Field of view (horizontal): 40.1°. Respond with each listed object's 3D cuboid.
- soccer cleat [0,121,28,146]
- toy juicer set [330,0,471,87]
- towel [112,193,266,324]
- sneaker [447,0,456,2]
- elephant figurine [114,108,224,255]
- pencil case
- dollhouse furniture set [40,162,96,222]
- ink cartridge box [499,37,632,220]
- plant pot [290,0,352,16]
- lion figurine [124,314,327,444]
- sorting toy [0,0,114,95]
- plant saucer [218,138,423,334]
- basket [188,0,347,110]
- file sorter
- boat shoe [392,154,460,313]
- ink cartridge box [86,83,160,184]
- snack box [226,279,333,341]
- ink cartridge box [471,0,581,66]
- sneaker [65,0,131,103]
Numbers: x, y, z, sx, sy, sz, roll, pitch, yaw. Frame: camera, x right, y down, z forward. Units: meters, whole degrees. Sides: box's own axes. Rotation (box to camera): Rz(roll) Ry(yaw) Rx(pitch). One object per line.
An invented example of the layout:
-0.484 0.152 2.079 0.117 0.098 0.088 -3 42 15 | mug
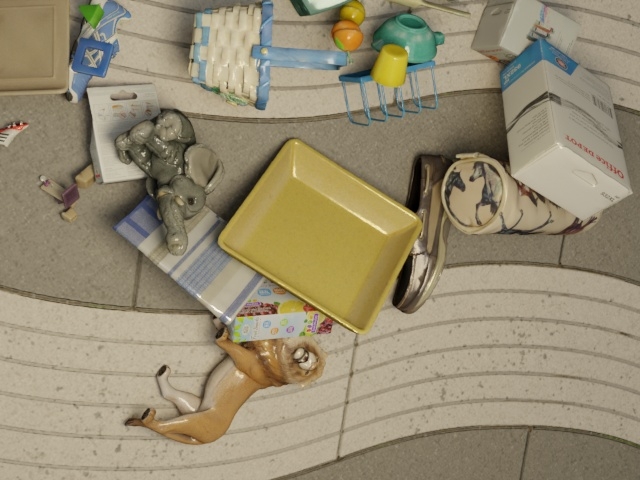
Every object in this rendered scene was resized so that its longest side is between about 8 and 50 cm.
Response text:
-0.578 -0.194 1.625 0.083 0.029 0.036 -24 114 -12 | soccer cleat
0.143 -0.422 1.784 0.329 0.209 0.090 -43 156 -43 | toy juicer set
-0.234 0.017 1.681 0.285 0.034 0.209 40 39 -4 | towel
0.288 -0.653 1.855 0.129 0.111 0.297 11 90 -6 | sneaker
-0.266 -0.113 1.629 0.186 0.169 0.240 -33 98 -17 | elephant figurine
0.438 -0.102 1.880 0.410 0.159 0.184 -1 80 -42 | pencil case
-0.476 -0.112 1.686 0.081 0.091 0.114 31 57 17 | dollhouse furniture set
0.498 -0.227 1.801 0.223 0.129 0.308 27 47 -27 | ink cartridge box
0.038 -0.550 1.736 0.234 0.165 0.166 -36 109 -4 | plant pot
-0.188 0.303 1.806 0.392 0.142 0.240 -43 118 5 | lion figurine
-0.535 -0.346 1.569 0.347 0.047 0.196 -1 80 3 | sorting toy
0.000 0.000 1.746 0.332 0.081 0.333 32 52 -1 | plant saucer
-0.098 -0.348 1.668 0.288 0.255 0.201 0 97 -2 | basket
0.145 -0.309 1.832 0.170 0.118 0.105 -16 106 -18 | file sorter
0.206 -0.021 1.906 0.130 0.132 0.356 19 83 -12 | boat shoe
-0.372 -0.203 1.680 0.145 0.045 0.180 -11 90 -35 | ink cartridge box
-0.096 0.119 1.771 0.207 0.174 0.070 -2 123 -20 | snack box
0.446 -0.445 1.917 0.176 0.128 0.127 22 90 -21 | ink cartridge box
-0.419 -0.352 1.632 0.081 0.080 0.211 20 92 -19 | sneaker
